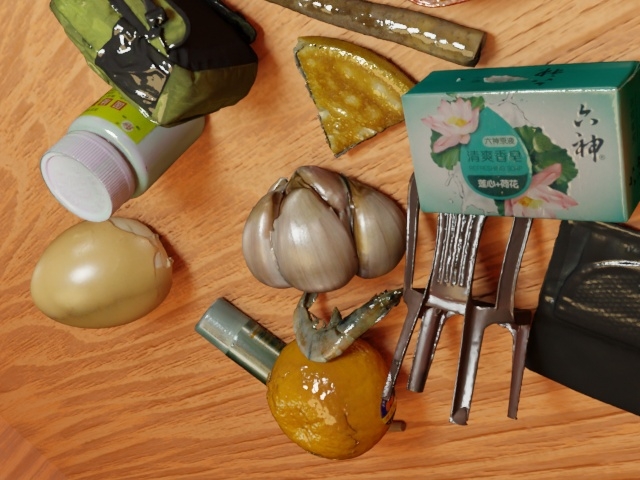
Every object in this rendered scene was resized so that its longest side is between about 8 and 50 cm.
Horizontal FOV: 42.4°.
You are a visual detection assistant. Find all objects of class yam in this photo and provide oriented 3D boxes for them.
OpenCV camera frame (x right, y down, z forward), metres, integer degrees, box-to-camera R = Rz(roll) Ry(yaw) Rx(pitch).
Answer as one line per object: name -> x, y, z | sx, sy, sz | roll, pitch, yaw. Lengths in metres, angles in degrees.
yam -> 0.033, -0.267, 0.959 | 0.327, 0.045, 0.045 | 23, 116, 18

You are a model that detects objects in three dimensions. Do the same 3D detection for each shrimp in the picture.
shrimp -> 0.034, 0.097, 1.293 | 0.195, 0.148, 0.035 | -37, 136, 10

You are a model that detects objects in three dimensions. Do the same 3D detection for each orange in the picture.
orange -> 0.020, 0.251, 1.363 | 0.219, 0.193, 0.219 | 10, 129, 13

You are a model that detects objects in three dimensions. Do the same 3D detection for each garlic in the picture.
garlic -> 0.000, 0.000, 1.157 | 0.214, 0.160, 0.191 | 10, 139, 34

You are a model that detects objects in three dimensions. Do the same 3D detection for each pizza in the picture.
pizza -> 0.050, -0.171, 1.048 | 0.184, 0.036, 0.176 | 20, 140, 17

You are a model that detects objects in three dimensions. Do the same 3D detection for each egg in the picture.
egg -> -0.389, 0.060, 1.462 | 0.201, 0.244, 0.201 | 52, 156, 36

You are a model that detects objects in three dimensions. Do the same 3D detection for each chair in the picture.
chair -> 0.195, 0.069, 1.115 | 0.175, 0.183, 0.326 | 13, 90, 29

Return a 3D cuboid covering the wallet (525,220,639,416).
wallet -> 0.400, 0.114, 1.064 | 0.247, 0.041, 0.323 | 22, 141, 20

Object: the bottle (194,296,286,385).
bottle -> -0.096, 0.217, 1.504 | 0.286, 0.082, 0.082 | 37, 141, 1

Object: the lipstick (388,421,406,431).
lipstick -> 0.116, 0.342, 1.517 | 0.094, 0.019, 0.019 | -12, 120, 43

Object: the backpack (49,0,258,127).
backpack -> -0.207, -0.261, 1.028 | 0.253, 0.207, 0.140 | 42, 120, 9

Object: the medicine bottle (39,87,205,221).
medicine bottle -> -0.276, -0.141, 1.174 | 0.139, 0.225, 0.139 | 20, 140, 19

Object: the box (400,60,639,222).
box -> 0.224, -0.110, 0.915 | 0.245, 0.092, 0.153 | 4, 120, 35

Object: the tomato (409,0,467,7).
tomato -> 0.124, -0.313, 0.823 | 0.155, 0.069, 0.155 | 20, 135, 21
